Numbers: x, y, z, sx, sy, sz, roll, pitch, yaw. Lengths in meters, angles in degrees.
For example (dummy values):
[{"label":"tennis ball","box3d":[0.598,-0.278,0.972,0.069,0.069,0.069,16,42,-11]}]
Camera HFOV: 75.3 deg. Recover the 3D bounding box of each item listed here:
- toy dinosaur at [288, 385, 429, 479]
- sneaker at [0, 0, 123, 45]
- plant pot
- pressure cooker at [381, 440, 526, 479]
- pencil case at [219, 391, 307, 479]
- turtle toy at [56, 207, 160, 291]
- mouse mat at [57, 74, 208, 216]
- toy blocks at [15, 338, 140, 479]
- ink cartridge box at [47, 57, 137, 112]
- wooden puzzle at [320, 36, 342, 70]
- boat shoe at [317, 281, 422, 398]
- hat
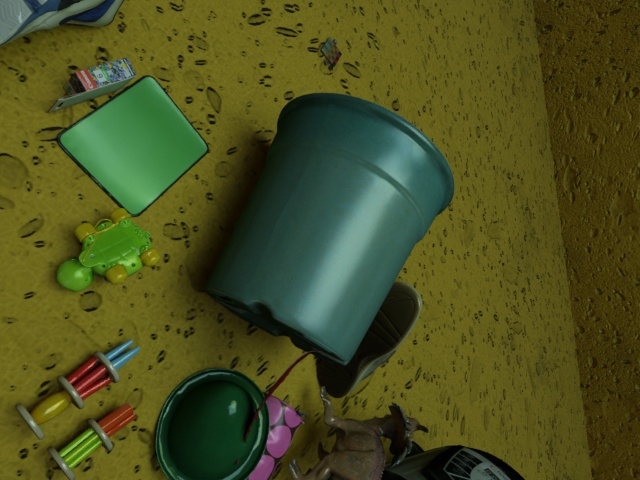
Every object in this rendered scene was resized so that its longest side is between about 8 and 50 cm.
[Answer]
[{"label":"toy dinosaur","box3d":[0.072,0.380,0.722,0.296,0.200,0.127,-53,140,-55]},{"label":"sneaker","box3d":[-0.348,-0.306,0.512,0.315,0.182,0.127,-31,108,-11]},{"label":"plant pot","box3d":[0.000,0.000,0.698,0.341,0.341,0.334,42,67,-33]},{"label":"pressure cooker","box3d":[0.251,0.613,0.823,0.420,0.375,0.370,11,67,-38]},{"label":"pencil case","box3d":[-0.112,0.367,0.693,0.098,0.095,0.209,54,55,-27]},{"label":"turtle toy","box3d":[-0.292,0.021,0.568,0.130,0.066,0.095,-35,86,-38]},{"label":"mouse mat","box3d":[-0.277,-0.149,0.643,0.153,0.007,0.190,54,54,-26]},{"label":"toy blocks","box3d":[-0.294,0.217,0.555,0.148,0.054,0.123,-37,111,-40]},{"label":"ink cartridge box","box3d":[-0.319,-0.213,0.568,0.115,0.062,0.029,-41,115,-39]},{"label":"wooden puzzle","box3d":[0.025,-0.437,0.966,0.049,0.006,0.083,44,58,-32]},{"label":"boat shoe","box3d":[0.105,0.192,0.823,0.109,0.302,0.098,45,31,25]},{"label":"hat","box3d":[-0.130,0.247,0.584,0.173,0.183,0.209,22,59,-12]}]
